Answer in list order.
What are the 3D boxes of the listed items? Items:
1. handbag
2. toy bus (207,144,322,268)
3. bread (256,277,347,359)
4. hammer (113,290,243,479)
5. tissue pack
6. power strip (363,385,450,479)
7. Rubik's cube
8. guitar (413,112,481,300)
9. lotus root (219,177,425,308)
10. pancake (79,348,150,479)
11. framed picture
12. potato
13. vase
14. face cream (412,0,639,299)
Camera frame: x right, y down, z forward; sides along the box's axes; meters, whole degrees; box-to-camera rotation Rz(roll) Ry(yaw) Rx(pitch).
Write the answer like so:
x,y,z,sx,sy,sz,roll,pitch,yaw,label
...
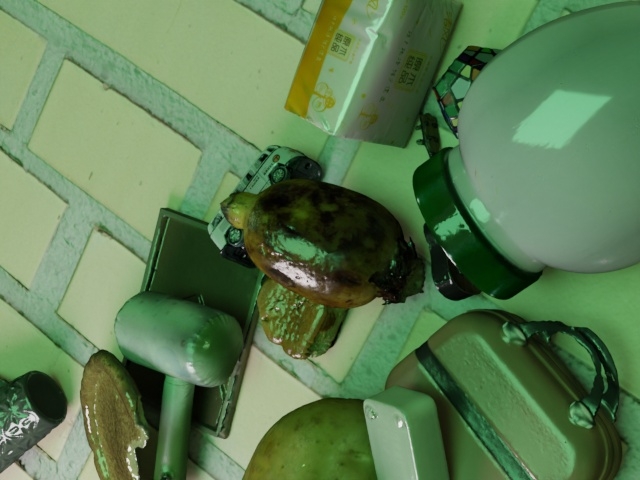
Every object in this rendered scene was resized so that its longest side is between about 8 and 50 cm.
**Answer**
x,y,z,sx,sy,sz,roll,pitch,yaw,label
0.258,0.219,1.721,0.283,0.149,0.302,-46,64,21,handbag
-0.085,-0.058,1.977,0.194,0.087,0.089,-53,50,11,toy bus
-0.028,0.096,1.951,0.128,0.069,0.140,29,103,31,bread
-0.228,0.254,2.030,0.206,0.119,0.335,13,102,37,hammer
0.073,-0.256,1.831,0.124,0.185,0.225,29,104,30,tissue pack
0.134,0.376,1.721,0.091,0.062,0.385,10,117,53,power strip
0.214,-0.197,1.782,0.112,0.133,0.133,-24,74,5,Rubik's cube
0.165,-0.049,1.837,0.038,0.084,0.271,-22,70,32,guitar
0.000,0.000,1.852,0.314,0.141,0.169,20,55,9,lotus root
-0.311,0.317,2.069,0.286,0.033,0.288,62,150,24,pancake
-0.201,0.127,2.088,0.232,0.024,0.315,20,98,32,framed picture
0.010,0.322,1.837,0.242,0.285,0.242,1,85,-5,potato
-0.573,0.325,2.260,0.301,0.156,0.251,-33,46,22,vase
0.311,-0.104,1.633,0.357,0.219,0.312,-36,99,23,face cream
